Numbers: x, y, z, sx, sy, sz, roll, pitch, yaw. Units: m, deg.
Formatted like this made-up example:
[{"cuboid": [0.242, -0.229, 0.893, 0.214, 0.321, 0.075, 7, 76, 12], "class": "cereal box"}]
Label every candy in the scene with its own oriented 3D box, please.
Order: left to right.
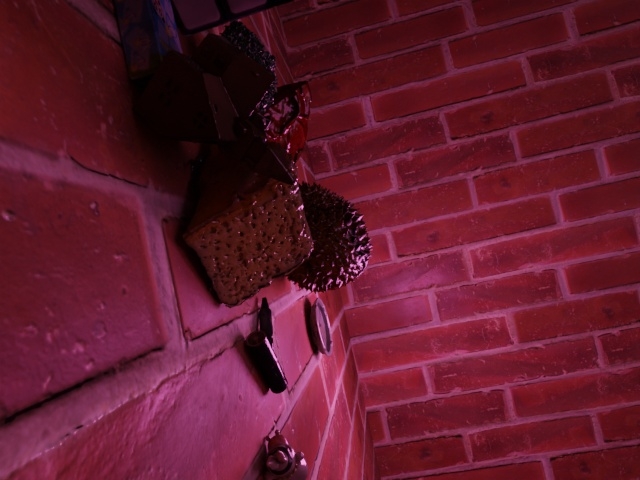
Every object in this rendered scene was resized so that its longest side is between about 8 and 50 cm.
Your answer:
[{"cuboid": [-0.275, -0.340, 0.648, 0.097, 0.062, 0.194, 5, 72, -84], "class": "candy"}]

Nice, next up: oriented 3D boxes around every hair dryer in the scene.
[{"cuboid": [-0.121, 0.230, 0.940, 0.194, 0.050, 0.173, -98, 175, -57], "class": "hair dryer"}]

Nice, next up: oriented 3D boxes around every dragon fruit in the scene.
[{"cuboid": [-0.116, -0.286, 1.148, 0.329, 0.228, 0.285, -91, 168, -68], "class": "dragon fruit"}]

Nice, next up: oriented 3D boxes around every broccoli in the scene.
[{"cuboid": [-0.210, -0.404, 0.962, 0.194, 0.194, 0.219, -78, 173, -73], "class": "broccoli"}]

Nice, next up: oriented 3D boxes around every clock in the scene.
[{"cuboid": [-0.005, 0.347, 1.593, 0.236, 0.054, 0.236, -15, 90, -82], "class": "clock"}]

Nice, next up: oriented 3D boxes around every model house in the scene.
[{"cuboid": [-0.120, -0.187, 0.643, 0.248, 0.176, 0.181, 42, 18, 4], "class": "model house"}]

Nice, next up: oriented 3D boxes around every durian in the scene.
[{"cuboid": [-0.001, -0.005, 1.285, 0.385, 0.348, 0.347, 15, 57, -46], "class": "durian"}]

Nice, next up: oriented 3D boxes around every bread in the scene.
[{"cuboid": [-0.192, -0.064, 0.815, 0.315, 0.279, 0.248, 26, -34, 39], "class": "bread"}]

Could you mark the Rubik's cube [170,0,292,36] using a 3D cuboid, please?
[{"cuboid": [-0.192, -0.639, 0.788, 0.305, 0.304, 0.300, -105, 176, -46], "class": "Rubik's cube"}]

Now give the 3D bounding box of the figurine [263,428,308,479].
[{"cuboid": [-0.086, 0.436, 0.798, 0.098, 0.081, 0.146, 20, -36, 44], "class": "figurine"}]
